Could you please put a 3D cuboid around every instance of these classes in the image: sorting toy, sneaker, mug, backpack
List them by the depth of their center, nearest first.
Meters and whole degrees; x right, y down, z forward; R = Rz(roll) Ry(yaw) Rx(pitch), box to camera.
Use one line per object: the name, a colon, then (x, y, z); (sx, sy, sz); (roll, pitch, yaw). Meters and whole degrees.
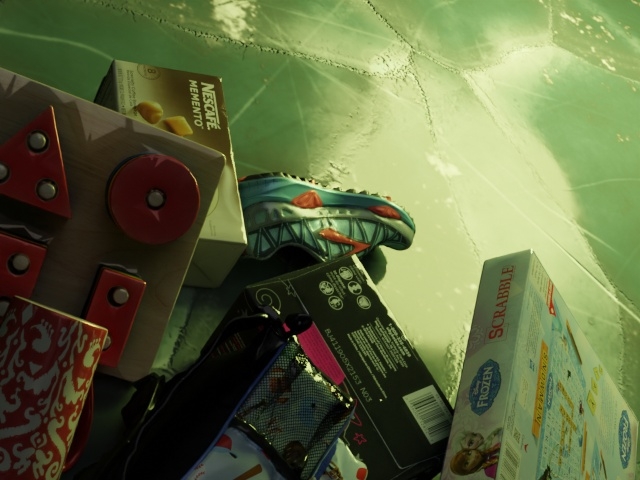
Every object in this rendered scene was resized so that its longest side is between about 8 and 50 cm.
backpack: (-0.109, 0.227, 1.032); (0.213, 0.276, 0.263); (50, 49, -5)
mug: (-0.266, 0.145, 1.050); (0.113, 0.150, 0.169); (20, 84, -1)
sorting toy: (-0.249, -0.011, 1.132); (0.257, 0.089, 0.255); (20, 89, -15)
sneaker: (0.000, 0.000, 1.386); (0.261, 0.104, 0.125); (10, 79, -32)

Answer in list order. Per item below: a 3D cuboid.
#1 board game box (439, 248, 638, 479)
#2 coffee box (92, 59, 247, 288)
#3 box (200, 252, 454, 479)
board game box: (0.250, 0.230, 1.242); (0.318, 0.066, 0.319); (54, 37, -30)
coffee box: (-0.179, -0.077, 1.319); (0.141, 0.098, 0.247); (8, 52, -25)
box: (0.013, 0.165, 1.212); (0.163, 0.142, 0.247); (-16, 66, -39)
